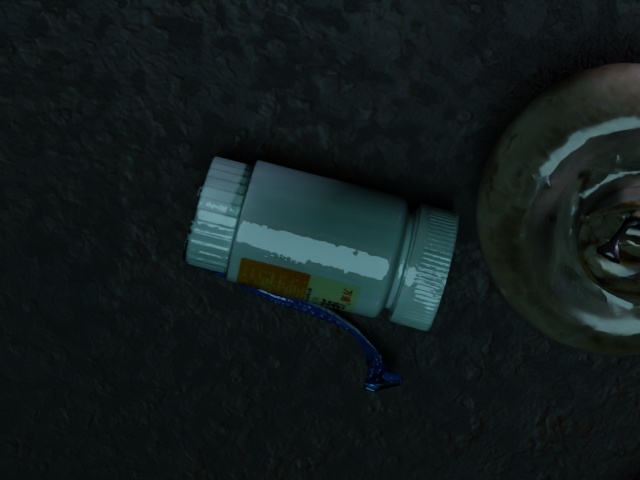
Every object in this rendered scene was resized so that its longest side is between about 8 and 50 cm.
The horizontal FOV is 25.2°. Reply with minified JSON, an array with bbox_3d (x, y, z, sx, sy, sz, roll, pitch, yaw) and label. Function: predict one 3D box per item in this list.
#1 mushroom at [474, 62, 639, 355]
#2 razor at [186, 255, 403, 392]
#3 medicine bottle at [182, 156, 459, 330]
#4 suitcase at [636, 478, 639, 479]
[{"bbox_3d":[0.361,-0.021,1.664,0.362,0.294,0.362,1,113,3],"label":"mushroom"},{"bbox_3d":[-0.031,0.092,1.887,0.324,0.093,0.056,34,72,-5],"label":"razor"},{"bbox_3d":[0.000,0.000,1.782,0.318,0.158,0.158,15,114,-1],"label":"medicine bottle"},{"bbox_3d":[0.417,0.457,1.958,0.312,0.128,0.202,-30,108,16],"label":"suitcase"}]
